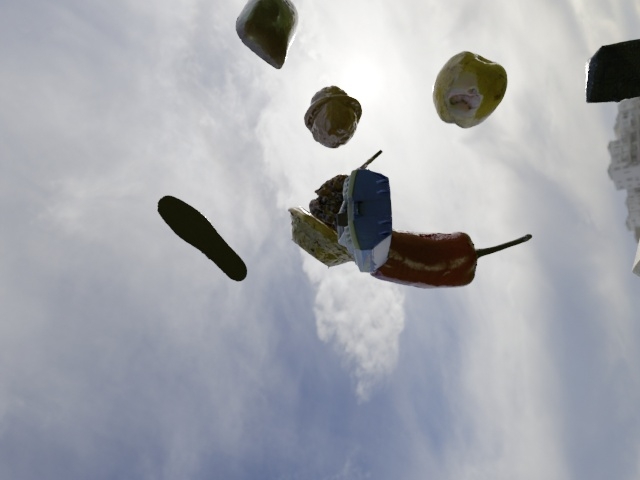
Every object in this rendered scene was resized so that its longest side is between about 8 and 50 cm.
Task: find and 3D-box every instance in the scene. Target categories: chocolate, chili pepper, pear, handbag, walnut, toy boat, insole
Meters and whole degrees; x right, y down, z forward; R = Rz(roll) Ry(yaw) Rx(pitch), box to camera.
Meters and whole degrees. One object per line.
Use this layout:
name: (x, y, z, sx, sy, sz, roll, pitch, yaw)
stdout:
chocolate: (-0.125, -0.596, 1.095, 0.156, 0.080, 0.254, 30, -127, -27)
chili pepper: (0.273, 0.043, 0.898, 0.337, 0.134, 0.131, 5, -97, -8)
pear: (0.545, -0.553, 1.517, 0.271, 0.271, 0.272, 9, -103, -43)
handbag: (0.936, -0.510, 1.238, 0.088, 0.269, 0.176, 19, -116, -80)
walnut: (0.053, -0.500, 1.656, 0.256, 0.257, 0.225, 6, -115, -44)
toy boat: (0.077, -0.007, 0.716, 0.295, 0.087, 0.130, 67, -159, -73)
insole: (-0.327, -0.005, 1.166, 0.328, 0.007, 0.111, 47, -136, -18)

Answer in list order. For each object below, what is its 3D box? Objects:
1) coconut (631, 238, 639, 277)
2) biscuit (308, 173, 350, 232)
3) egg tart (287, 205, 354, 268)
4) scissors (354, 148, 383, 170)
coconut: (1.059, 0.048, 1.192, 0.239, 0.239, 0.244, 2, -141, -44)
biscuit: (0.110, -0.161, 1.898, 0.081, 0.333, 0.290, -95, -21, -59)
egg tart: (-0.001, -0.001, 1.542, 0.341, 0.341, 0.132, 34, -86, -36)
scissors: (0.201, -0.327, 1.702, 0.176, 0.085, 0.022, -42, -72, -22)
